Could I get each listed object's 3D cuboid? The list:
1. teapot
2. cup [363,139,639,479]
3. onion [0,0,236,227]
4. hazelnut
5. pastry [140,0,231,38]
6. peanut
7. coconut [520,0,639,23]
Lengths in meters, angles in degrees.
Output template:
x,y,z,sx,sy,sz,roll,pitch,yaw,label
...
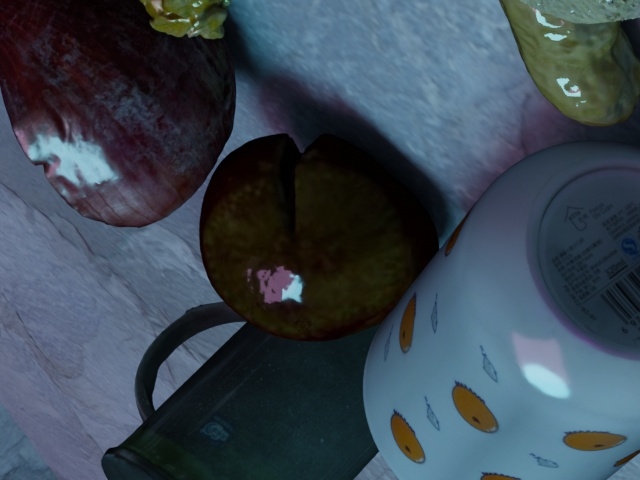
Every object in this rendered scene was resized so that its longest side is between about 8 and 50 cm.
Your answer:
x,y,z,sx,sy,sz,roll,pitch,yaw,label
-0.059,0.153,1.618,0.270,0.337,0.200,29,152,33,teapot
0.169,0.069,1.266,0.212,0.212,0.317,42,156,5,cup
-0.173,-0.151,1.433,0.120,0.227,0.283,-21,136,37,onion
0.000,0.000,1.495,0.204,0.178,0.178,5,146,9,hazelnut
-0.108,-0.256,1.297,0.154,0.102,0.250,47,162,22,pastry
0.160,-0.137,1.108,0.080,0.080,0.174,21,151,43,peanut
0.159,-0.190,0.935,0.147,0.152,0.147,6,103,28,coconut
